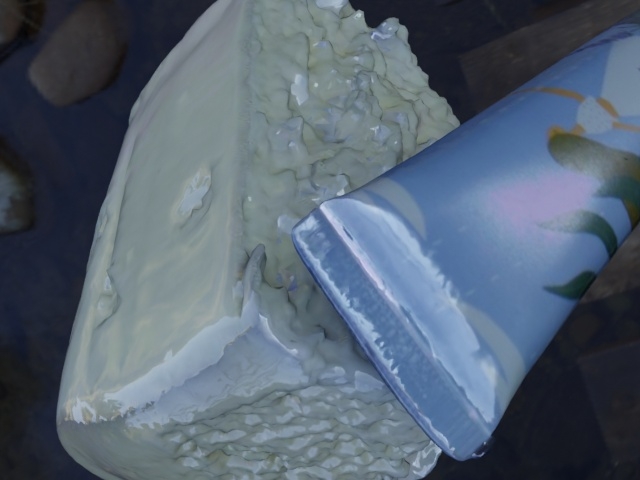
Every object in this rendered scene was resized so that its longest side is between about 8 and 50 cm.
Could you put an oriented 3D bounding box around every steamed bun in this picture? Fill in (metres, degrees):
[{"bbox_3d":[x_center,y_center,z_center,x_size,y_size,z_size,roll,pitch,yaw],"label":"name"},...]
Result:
[{"bbox_3d":[0.000,0.000,0.499,0.170,0.226,0.200,22,144,-25],"label":"steamed bun"}]

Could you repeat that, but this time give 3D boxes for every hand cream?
[{"bbox_3d":[0.090,-0.026,0.424,0.088,0.256,0.055,56,140,-4],"label":"hand cream"}]
